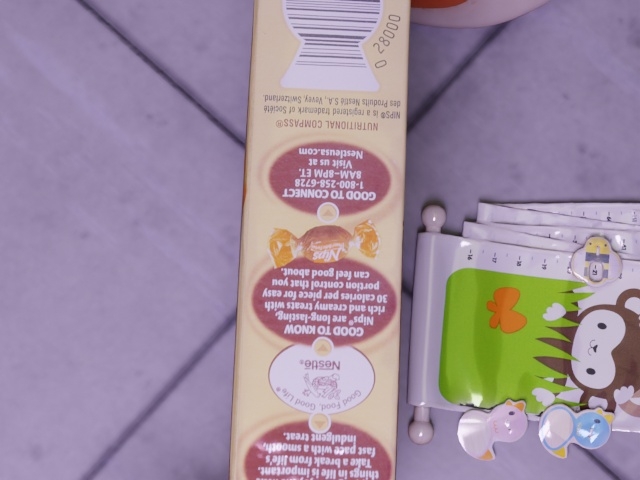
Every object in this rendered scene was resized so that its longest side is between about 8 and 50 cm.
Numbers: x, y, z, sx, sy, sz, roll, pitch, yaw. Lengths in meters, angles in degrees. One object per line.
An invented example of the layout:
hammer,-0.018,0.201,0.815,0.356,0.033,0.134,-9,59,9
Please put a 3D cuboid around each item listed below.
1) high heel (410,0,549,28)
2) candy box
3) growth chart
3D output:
high heel,0.144,-0.238,0.815,0.377,0.127,0.181,2,50,4
candy box,0.000,0.000,0.710,0.087,0.183,0.317,3,81,0
growth chart,0.167,0.048,0.790,0.237,0.021,0.172,-4,82,-1
